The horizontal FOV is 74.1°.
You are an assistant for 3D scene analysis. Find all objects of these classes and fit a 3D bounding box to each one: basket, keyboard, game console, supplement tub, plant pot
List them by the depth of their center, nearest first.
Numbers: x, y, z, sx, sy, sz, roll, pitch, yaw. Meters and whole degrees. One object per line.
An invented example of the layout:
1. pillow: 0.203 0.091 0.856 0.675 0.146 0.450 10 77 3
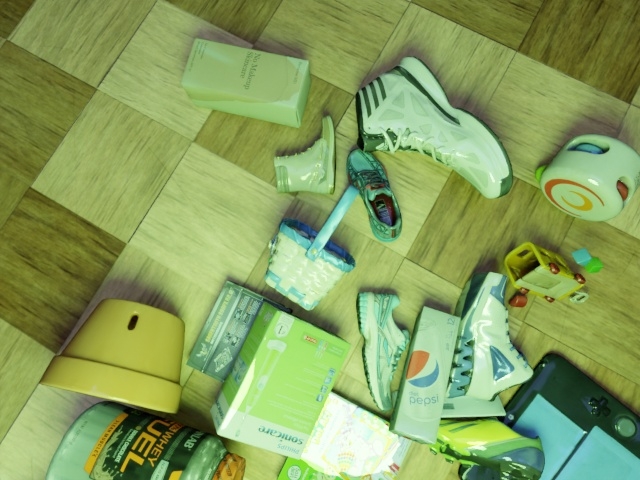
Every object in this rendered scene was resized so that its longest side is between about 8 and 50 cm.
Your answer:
1. supplement tub: -0.337 0.471 0.854 0.337 0.207 0.207 14 81 7
2. plant pot: -0.441 0.262 0.974 0.290 0.291 0.204 10 63 4
3. game console: 0.566 0.515 0.981 0.342 0.060 0.386 40 84 8
4. basket: 0.000 0.000 0.995 0.201 0.255 0.289 36 94 1
5. keyboard: 0.302 0.389 1.014 0.255 0.014 0.072 -3 37 2

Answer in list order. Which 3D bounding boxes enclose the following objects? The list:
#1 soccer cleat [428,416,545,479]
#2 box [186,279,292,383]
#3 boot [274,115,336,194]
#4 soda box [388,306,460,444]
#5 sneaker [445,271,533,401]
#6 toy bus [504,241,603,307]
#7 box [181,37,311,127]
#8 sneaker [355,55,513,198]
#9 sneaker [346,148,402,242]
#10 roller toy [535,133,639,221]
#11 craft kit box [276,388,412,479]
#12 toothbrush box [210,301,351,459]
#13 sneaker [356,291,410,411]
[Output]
1. soccer cleat: 0.356 0.454 0.976 0.289 0.093 0.121 11 46 25
2. box: -0.199 0.241 1.061 0.183 0.056 0.231 23 82 6
3. boot: -0.041 -0.227 1.125 0.165 0.077 0.213 0 83 4
4. soda box: 0.239 0.305 0.973 0.091 0.098 0.286 17 66 8
5. sneaker: 0.412 0.241 1.011 0.182 0.127 0.316 17 88 2
6. toy bus: 0.547 0.074 1.030 0.190 0.202 0.104 -12 50 7
7. box: -0.191 -0.420 1.139 0.311 0.121 0.148 12 80 5
8. sneaker: 0.246 -0.235 1.063 0.257 0.169 0.448 -33 71 -8
9. sneaker: 0.146 -0.129 1.073 0.104 0.125 0.262 -24 80 -2
10. roller toy: 0.655 -0.153 1.022 0.209 0.191 0.146 38 83 8
11. craft kit box: 0.058 0.513 1.007 0.246 0.061 0.250 25 82 9
12. toothbrush box: -0.091 0.316 0.974 0.206 0.122 0.283 28 81 -21
13. sneaker: 0.160 0.261 1.015 0.122 0.110 0.283 -6 80 1
